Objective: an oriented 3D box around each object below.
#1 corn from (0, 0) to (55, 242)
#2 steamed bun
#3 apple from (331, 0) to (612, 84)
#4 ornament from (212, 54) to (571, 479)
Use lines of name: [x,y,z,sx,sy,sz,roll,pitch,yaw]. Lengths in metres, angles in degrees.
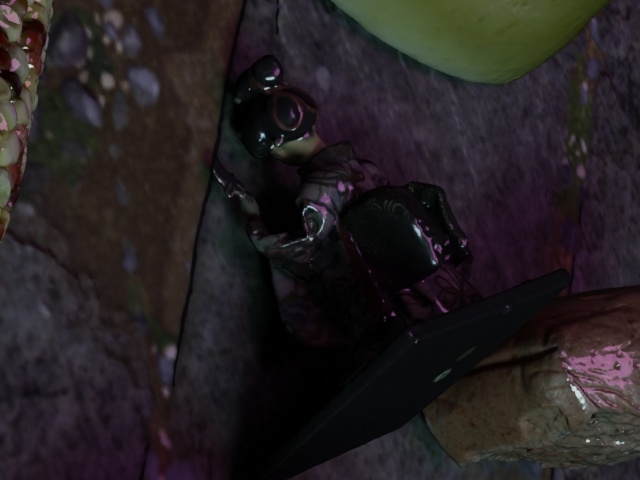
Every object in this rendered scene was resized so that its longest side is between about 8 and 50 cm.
corn: [-0.157,-0.118,0.839,0.092,0.092,0.281,32,55,-40]
steamed bun: [0.154,0.083,1.110,0.175,0.144,0.106,-5,85,-46]
apple: [0.083,-0.298,1.181,0.320,0.312,0.360,-47,125,6]
ornament: [0.000,0.000,1.010,0.166,0.153,0.196,-15,67,-52]
